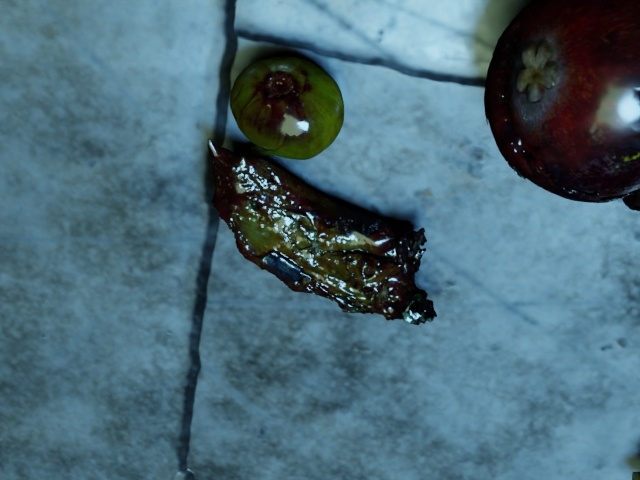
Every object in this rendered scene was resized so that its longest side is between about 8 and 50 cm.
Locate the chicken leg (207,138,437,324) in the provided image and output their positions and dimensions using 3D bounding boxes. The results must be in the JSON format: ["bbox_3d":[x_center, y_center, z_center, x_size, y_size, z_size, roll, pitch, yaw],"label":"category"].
[{"bbox_3d":[0.000,0.000,1.128,0.233,0.063,0.105,26,123,-7],"label":"chicken leg"}]

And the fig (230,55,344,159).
[{"bbox_3d":[-0.022,-0.094,1.073,0.084,0.082,0.098,-16,157,1],"label":"fig"}]

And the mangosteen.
[{"bbox_3d":[0.209,-0.102,0.980,0.180,0.166,0.166,12,128,-28],"label":"mangosteen"}]

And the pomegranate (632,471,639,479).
[{"bbox_3d":[0.371,0.261,1.177,0.248,0.202,0.202,42,125,19],"label":"pomegranate"}]
